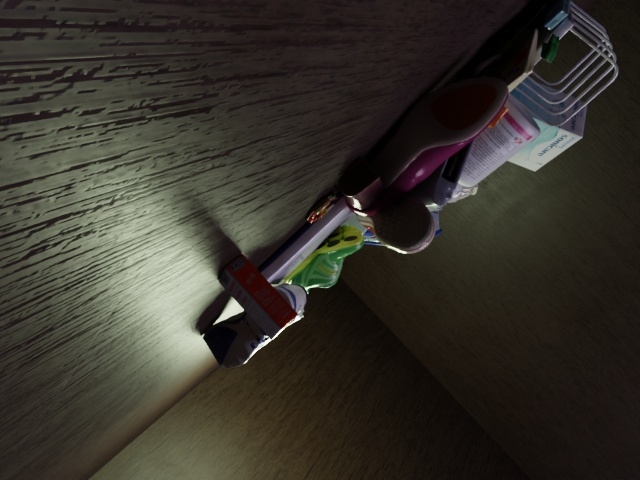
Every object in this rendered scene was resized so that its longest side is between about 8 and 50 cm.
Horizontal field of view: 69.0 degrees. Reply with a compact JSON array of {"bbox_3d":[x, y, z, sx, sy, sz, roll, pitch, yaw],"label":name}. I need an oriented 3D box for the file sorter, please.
[{"bbox_3d":[0.558,-0.426,1.098,0.193,0.173,0.278,-50,-172,44],"label":"file sorter"}]

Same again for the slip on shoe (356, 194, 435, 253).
[{"bbox_3d":[0.171,-0.031,1.027,0.123,0.101,0.331,-42,-164,-1],"label":"slip on shoe"}]

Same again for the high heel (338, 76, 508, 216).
[{"bbox_3d":[0.207,-0.185,0.959,0.377,0.127,0.181,-30,163,9],"label":"high heel"}]

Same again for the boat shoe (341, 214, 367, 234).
[{"bbox_3d":[0.085,-0.054,1.371,0.084,0.095,0.258,-45,-174,-29],"label":"boat shoe"}]

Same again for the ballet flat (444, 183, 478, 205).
[{"bbox_3d":[0.413,-0.182,1.504,0.483,0.182,0.164,-12,105,-69],"label":"ballet flat"}]

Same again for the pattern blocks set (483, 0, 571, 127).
[{"bbox_3d":[0.401,-0.356,1.018,0.285,0.026,0.325,-66,-169,-14],"label":"pattern blocks set"}]

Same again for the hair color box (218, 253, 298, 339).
[{"bbox_3d":[-0.109,0.098,0.801,0.043,0.141,0.072,-40,174,-33],"label":"hair color box"}]

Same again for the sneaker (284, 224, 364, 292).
[{"bbox_3d":[0.022,0.056,1.299,0.295,0.123,0.109,-34,-159,38],"label":"sneaker"}]

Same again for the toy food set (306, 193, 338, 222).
[{"bbox_3d":[0.004,-0.068,0.982,0.082,0.020,0.083,-38,171,-46],"label":"toy food set"}]

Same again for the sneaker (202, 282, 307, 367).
[{"bbox_3d":[-0.140,0.208,1.208,0.315,0.127,0.182,-37,169,27],"label":"sneaker"}]

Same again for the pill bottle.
[{"bbox_3d":[0.396,-0.241,1.202,0.283,0.160,0.160,-42,176,32],"label":"pill bottle"}]

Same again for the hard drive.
[{"bbox_3d":[-0.013,-0.015,1.142,0.318,0.040,0.210,-43,174,-2],"label":"hard drive"}]

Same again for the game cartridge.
[{"bbox_3d":[0.275,-0.205,1.052,0.297,0.062,0.198,-67,-165,-6],"label":"game cartridge"}]

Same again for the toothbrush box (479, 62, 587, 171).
[{"bbox_3d":[0.555,-0.341,1.332,0.216,0.295,0.126,117,-7,-70],"label":"toothbrush box"}]

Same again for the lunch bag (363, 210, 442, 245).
[{"bbox_3d":[0.240,-0.047,1.598,0.243,0.115,0.303,-19,-169,-33],"label":"lunch bag"}]
